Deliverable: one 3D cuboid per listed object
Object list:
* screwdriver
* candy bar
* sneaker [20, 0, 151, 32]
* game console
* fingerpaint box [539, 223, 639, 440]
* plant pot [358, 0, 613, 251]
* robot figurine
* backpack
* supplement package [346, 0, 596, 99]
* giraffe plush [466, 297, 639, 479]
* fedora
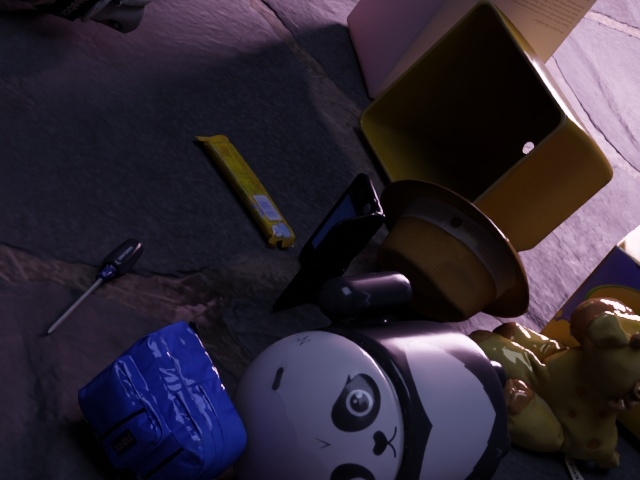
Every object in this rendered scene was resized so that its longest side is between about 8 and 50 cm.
[{"bbox_3d":[-0.199,0.038,1.567,0.025,0.024,0.170,66,29,-11],"label":"screwdriver"},{"bbox_3d":[-0.075,-0.053,1.836,0.040,0.018,0.161,-3,49,-45],"label":"candy bar"},{"bbox_3d":[-0.244,-0.276,1.845,0.330,0.122,0.146,-23,99,-34],"label":"sneaker"},{"bbox_3d":[0.000,0.000,1.737,0.071,0.122,0.107,19,34,-31],"label":"game console"},{"bbox_3d":[0.501,0.160,2.027,0.445,0.163,0.371,43,28,9],"label":"fingerpaint box"},{"bbox_3d":[0.208,-0.106,2.054,0.187,0.212,0.212,26,29,-45],"label":"plant pot"},{"bbox_3d":[0.049,0.154,1.518,0.278,0.173,0.209,-1,48,-50],"label":"robot figurine"},{"bbox_3d":[-0.127,0.144,1.425,0.101,0.098,0.120,-24,78,-48],"label":"backpack"},{"bbox_3d":[0.191,-0.299,2.197,0.177,0.293,0.175,21,34,-28],"label":"supplement package"},{"bbox_3d":[0.268,0.130,1.801,0.181,0.170,0.210,-4,50,-51],"label":"giraffe plush"},{"bbox_3d":[0.122,0.027,1.841,0.194,0.194,0.079,41,65,6],"label":"fedora"}]
